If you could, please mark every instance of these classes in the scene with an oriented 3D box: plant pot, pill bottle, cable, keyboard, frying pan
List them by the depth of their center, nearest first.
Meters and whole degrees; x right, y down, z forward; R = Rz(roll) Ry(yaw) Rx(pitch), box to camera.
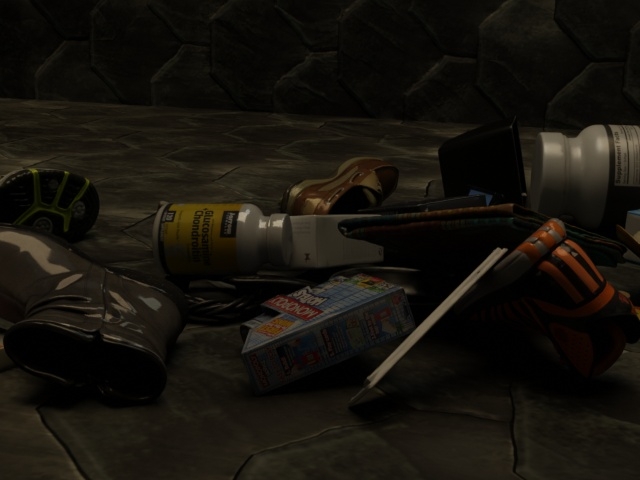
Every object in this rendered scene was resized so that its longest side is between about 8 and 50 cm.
[{"bbox_3d":[0.124,0.095,1.065,0.014,0.072,0.256,43,59,12],"label":"keyboard"},{"bbox_3d":[0.058,0.079,1.312,0.326,0.053,0.197,-7,16,-35],"label":"frying pan"},{"bbox_3d":[-0.137,-0.002,1.335,0.184,0.103,0.103,0,14,10],"label":"pill bottle"},{"bbox_3d":[-0.157,0.075,1.356,0.151,0.047,0.184,-13,24,-31],"label":"cable"},{"bbox_3d":[0.605,-0.120,1.842,0.363,0.210,0.210,2,15,5],"label":"pill bottle"},{"bbox_3d":[0.350,-0.157,2.043,0.167,0.188,0.187,-6,12,15],"label":"plant pot"}]

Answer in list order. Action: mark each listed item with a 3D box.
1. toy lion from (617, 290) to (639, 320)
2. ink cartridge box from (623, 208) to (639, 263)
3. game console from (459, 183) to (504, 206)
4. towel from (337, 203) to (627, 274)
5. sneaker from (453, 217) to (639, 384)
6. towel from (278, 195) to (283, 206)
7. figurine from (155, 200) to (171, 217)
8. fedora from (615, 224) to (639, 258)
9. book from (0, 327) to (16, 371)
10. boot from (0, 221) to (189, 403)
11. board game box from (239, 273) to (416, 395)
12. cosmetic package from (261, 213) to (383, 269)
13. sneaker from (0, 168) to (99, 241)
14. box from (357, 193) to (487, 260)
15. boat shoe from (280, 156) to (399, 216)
[{"bbox_3d":[0.415,0.105,1.317,0.100,0.034,0.096,-2,22,-12],"label":"toy lion"},{"bbox_3d":[0.612,-0.009,1.649,0.143,0.089,0.092,-10,18,-35],"label":"ink cartridge box"},{"bbox_3d":[0.288,-0.066,1.883,0.071,0.107,0.122,26,-1,-34],"label":"game console"},{"bbox_3d":[0.237,0.005,1.333,0.271,0.040,0.370,-6,-12,37],"label":"towel"},{"bbox_3d":[0.276,0.099,1.167,0.125,0.180,0.321,-40,-8,-10],"label":"sneaker"},{"bbox_3d":[-0.009,-0.084,2.000,0.148,0.027,0.110,5,16,10],"label":"towel"},{"bbox_3d":[-0.157,-0.003,1.586,0.210,0.092,0.215,4,12,-25],"label":"figurine"},{"bbox_3d":[0.528,0.021,1.388,0.194,0.079,0.194,38,9,-7],"label":"fedora"},{"bbox_3d":[-0.419,0.133,1.111,0.096,0.035,0.144,11,16,36],"label":"book"},{"bbox_3d":[-0.324,0.076,1.093,0.338,0.118,0.222,11,15,0],"label":"boot"},{"bbox_3d":[-0.021,0.104,1.122,0.194,0.060,0.194,-25,18,-22],"label":"board game box"},{"bbox_3d":[0.000,0.000,1.467,0.117,0.085,0.231,-2,0,28],"label":"cosmetic package"},{"bbox_3d":[-0.564,-0.056,1.609,0.385,0.145,0.147,-9,18,-40],"label":"sneaker"},{"bbox_3d":[0.174,-0.021,1.584,0.156,0.093,0.158,-10,4,-36],"label":"box"},{"bbox_3d":[0.061,-0.075,1.827,0.120,0.122,0.324,18,30,34],"label":"boat shoe"}]
